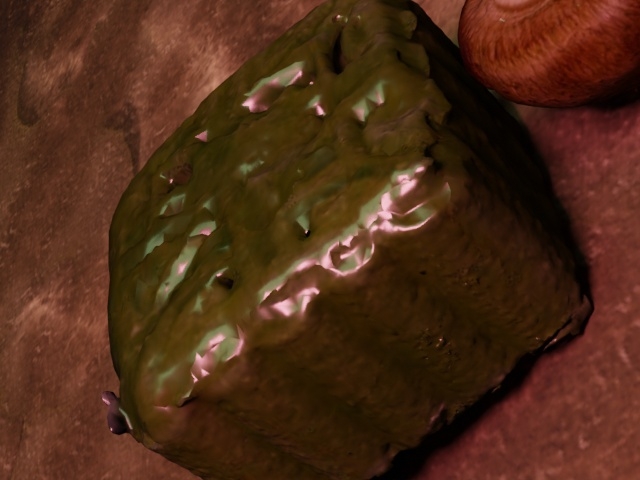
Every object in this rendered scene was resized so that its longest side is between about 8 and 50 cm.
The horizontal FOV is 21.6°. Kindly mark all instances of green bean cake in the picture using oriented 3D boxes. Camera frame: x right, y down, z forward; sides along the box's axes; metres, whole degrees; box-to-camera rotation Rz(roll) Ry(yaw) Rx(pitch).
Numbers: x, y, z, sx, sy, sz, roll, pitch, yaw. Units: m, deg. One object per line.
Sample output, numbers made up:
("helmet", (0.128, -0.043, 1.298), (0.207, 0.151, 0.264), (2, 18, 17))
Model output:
("green bean cake", (0.000, 0.000, 0.957), (0.247, 0.156, 0.250), (-39, 35, 18))

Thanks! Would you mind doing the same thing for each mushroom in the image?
("mushroom", (0.157, -0.179, 0.913), (0.194, 0.138, 0.231), (1, 77, 43))

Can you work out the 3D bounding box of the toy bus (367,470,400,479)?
("toy bus", (0.022, 0.133, 0.977), (0.037, 0.031, 0.083), (-58, 28, 31))
